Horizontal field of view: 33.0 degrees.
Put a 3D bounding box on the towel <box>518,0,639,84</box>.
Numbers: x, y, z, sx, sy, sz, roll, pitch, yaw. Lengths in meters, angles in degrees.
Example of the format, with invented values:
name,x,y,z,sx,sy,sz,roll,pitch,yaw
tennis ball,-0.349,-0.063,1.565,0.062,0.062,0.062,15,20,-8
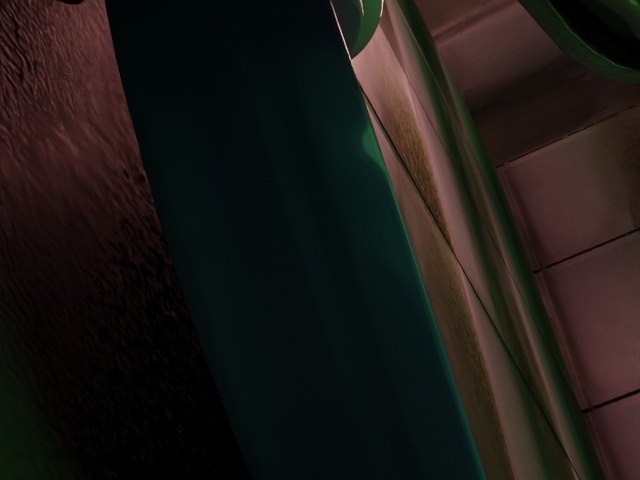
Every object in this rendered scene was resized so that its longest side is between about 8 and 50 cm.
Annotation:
name,x,y,z,sx,sy,sz,roll,pitch,yaw
towel,-0.043,-0.206,0.365,0.332,0.053,0.317,31,20,-30

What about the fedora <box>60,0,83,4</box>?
name,x,y,z,sx,sy,sz,roll,pitch,yaw
fedora,-0.142,-0.148,0.334,0.194,0.079,0.194,-23,90,-85

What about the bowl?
name,x,y,z,sx,sy,sz,roll,pitch,yaw
bowl,0.000,0.000,0.505,0.391,0.077,0.391,-19,90,-86

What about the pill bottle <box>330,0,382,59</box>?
name,x,y,z,sx,sy,sz,roll,pitch,yaw
pill bottle,-0.008,-0.203,0.870,0.118,0.117,0.208,61,14,-20
